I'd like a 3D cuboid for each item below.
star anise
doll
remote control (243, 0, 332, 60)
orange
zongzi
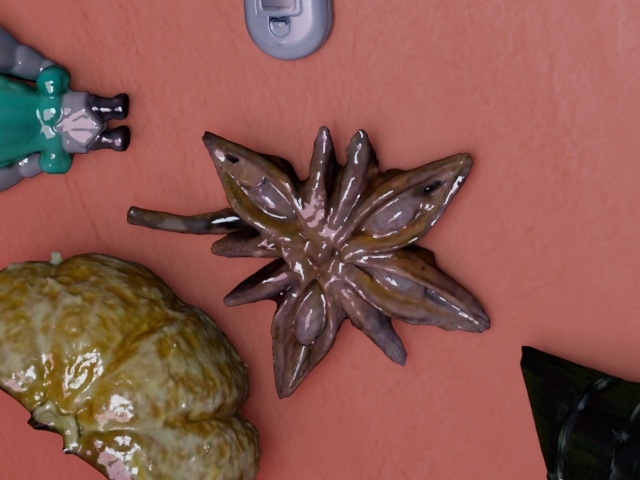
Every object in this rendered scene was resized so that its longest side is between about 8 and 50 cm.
[{"bbox_3d":[0.000,0.002,1.425,0.349,0.109,0.292,-23,92,17],"label":"star anise"},{"bbox_3d":[-0.338,-0.117,1.510,0.258,0.153,0.195,27,99,-8],"label":"doll"},{"bbox_3d":[-0.038,-0.292,1.363,0.087,0.047,0.244,3,108,24],"label":"remote control"},{"bbox_3d":[-0.204,0.143,1.490,0.368,0.271,0.210,37,79,8],"label":"orange"},{"bbox_3d":[0.411,0.231,1.315,0.383,0.362,0.319,11,123,60],"label":"zongzi"}]
